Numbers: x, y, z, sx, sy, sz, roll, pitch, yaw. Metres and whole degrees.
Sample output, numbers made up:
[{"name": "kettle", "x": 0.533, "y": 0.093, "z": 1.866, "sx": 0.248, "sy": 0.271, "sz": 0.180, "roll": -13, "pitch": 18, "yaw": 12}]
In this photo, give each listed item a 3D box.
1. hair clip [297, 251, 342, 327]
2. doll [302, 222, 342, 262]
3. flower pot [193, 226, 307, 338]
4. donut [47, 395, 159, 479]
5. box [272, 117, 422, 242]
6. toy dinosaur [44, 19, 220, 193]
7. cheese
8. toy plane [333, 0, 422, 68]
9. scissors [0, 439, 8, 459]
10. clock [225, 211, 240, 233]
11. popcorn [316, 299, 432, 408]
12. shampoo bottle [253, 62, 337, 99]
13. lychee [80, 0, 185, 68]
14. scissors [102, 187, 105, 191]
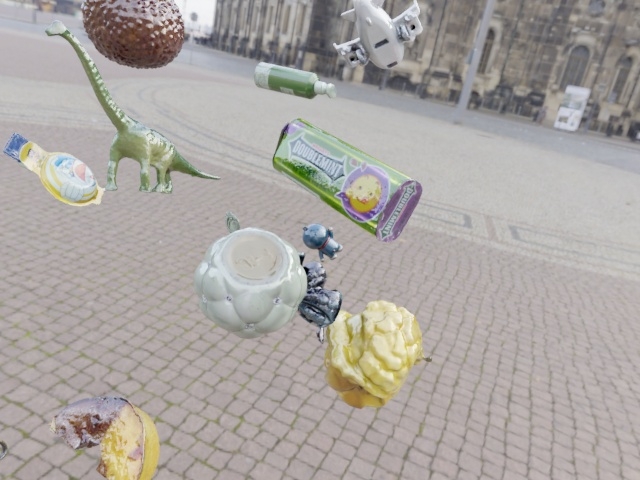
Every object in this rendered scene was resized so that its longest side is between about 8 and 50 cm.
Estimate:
[{"name": "hair clip", "x": -0.097, "y": 0.143, "z": 1.453, "sx": 0.311, "sy": 0.206, "sz": 0.194, "roll": 0, "pitch": -14, "yaw": -10}, {"name": "doll", "x": 0.000, "y": 0.000, "z": 1.695, "sx": 0.152, "sy": 0.114, "sz": 0.085, "roll": 36, "pitch": -1, "yaw": -19}, {"name": "flower pot", "x": -0.152, "y": 0.091, "z": 1.123, "sx": 0.246, "sy": 0.195, "sz": 0.245, "roll": 7, "pitch": 52, "yaw": -8}, {"name": "donut", "x": -0.460, "y": 0.432, "z": 1.162, "sx": 0.295, "sy": 0.151, "sz": 0.112, "roll": 21, "pitch": -19, "yaw": 26}, {"name": "box", "x": 0.039, "y": -0.134, "z": 1.055, "sx": 0.097, "sy": 0.134, "sz": 0.346, "roll": 11, "pitch": 21, "yaw": -48}, {"name": "toy dinosaur", "x": -0.375, "y": -0.251, "z": 1.096, "sx": 0.087, "sy": 0.300, "sz": 0.447, "roll": 4, "pitch": 5, "yaw": 29}, {"name": "cheese", "x": -0.713, "y": -0.185, "z": 1.387, "sx": 0.270, "sy": 0.069, "sz": 0.176, "roll": 36, "pitch": 34, "yaw": -36}, {"name": "toy plane", "x": 0.151, "y": -0.564, "z": 1.379, "sx": 0.245, "sy": 0.244, "sz": 0.117, "roll": 4, "pitch": 56, "yaw": -21}, {"name": "scissors", "x": -0.715, "y": 0.389, "z": 1.013, "sx": 0.017, "sy": 0.220, "sz": 0.088, "roll": -5, "pitch": 37, "yaw": 28}, {"name": "clock", "x": -0.285, "y": -0.053, "z": 1.657, "sx": 0.074, "sy": 0.083, "sz": 0.010, "roll": 43, "pitch": 47, "yaw": 21}, {"name": "popcorn", "x": 0.135, "y": 0.322, "z": 1.567, "sx": 0.382, "sy": 0.348, "sz": 0.349, "roll": 31, "pitch": 24, "yaw": 15}, {"name": "shampoo bottle", "x": -0.059, "y": -0.371, "z": 1.208, "sx": 0.205, "sy": 0.065, "sz": 0.065, "roll": 20, "pitch": 21, "yaw": 26}, {"name": "lychee", "x": -0.500, "y": -0.593, "z": 1.391, "sx": 0.261, "sy": 0.260, "sz": 0.260, "roll": 10, "pitch": 19, "yaw": -4}, {"name": "scissors", "x": -0.852, "y": -0.166, "z": 1.849, "sx": 0.100, "sy": 0.015, "sz": 0.189, "roll": -15, "pitch": 7, "yaw": 17}]
